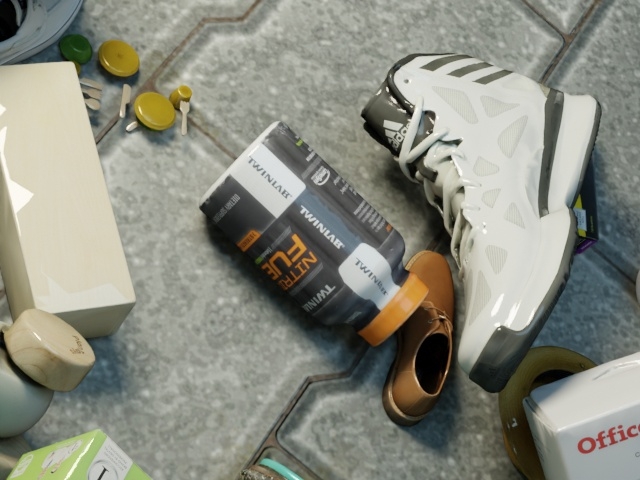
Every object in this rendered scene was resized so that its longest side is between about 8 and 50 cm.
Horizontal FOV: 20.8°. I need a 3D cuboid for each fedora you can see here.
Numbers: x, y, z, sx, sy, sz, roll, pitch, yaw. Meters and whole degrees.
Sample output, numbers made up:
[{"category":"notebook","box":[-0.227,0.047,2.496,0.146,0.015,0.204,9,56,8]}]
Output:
[{"category":"fedora","box":[0.259,0.214,1.911,0.194,0.079,0.194,13,58,-22]}]

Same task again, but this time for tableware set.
[{"category":"tableware set","box":[-0.212,-0.168,1.884,0.154,0.024,0.104,16,55,-20]}]

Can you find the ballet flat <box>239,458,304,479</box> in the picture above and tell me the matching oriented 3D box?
[{"category":"ballet flat","box":[0.097,0.402,1.688,0.483,0.164,0.182,33,78,-13]}]

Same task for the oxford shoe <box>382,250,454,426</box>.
[{"category":"oxford shoe","box":[0.122,0.096,1.900,0.076,0.076,0.212,20,55,-18]}]

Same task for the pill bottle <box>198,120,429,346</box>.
[{"category":"pill bottle","box":[0.000,0.000,1.845,0.246,0.130,0.130,43,52,-2]}]

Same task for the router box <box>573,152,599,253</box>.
[{"category":"router box","box":[0.264,-0.083,2.092,0.133,0.046,0.179,14,58,-23]}]

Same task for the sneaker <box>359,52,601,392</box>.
[{"category":"sneaker","box":[0.142,-0.039,1.892,0.257,0.169,0.447,23,44,-3]}]

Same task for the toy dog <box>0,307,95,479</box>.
[{"category":"toy dog","box":[-0.361,0.080,1.573,0.220,0.161,0.333,-37,120,-1]}]

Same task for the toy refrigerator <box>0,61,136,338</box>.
[{"category":"toy refrigerator","box":[-0.273,-0.037,1.736,0.102,0.094,0.269,-8,68,-26]}]

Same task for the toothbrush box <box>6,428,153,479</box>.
[{"category":"toothbrush box","box":[-0.214,0.335,1.449,0.206,0.122,0.283,47,46,-21]}]

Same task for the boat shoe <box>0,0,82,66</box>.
[{"category":"boat shoe","box":[-0.326,-0.233,1.811,0.095,0.084,0.258,43,52,-3]}]

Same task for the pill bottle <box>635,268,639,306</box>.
[{"category":"pill bottle","box":[0.489,0.030,2.113,0.216,0.121,0.121,-31,83,-37]}]

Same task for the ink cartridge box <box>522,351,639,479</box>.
[{"category":"ink cartridge box","box":[0.350,0.265,1.790,0.201,0.117,0.278,-19,104,-5]}]
